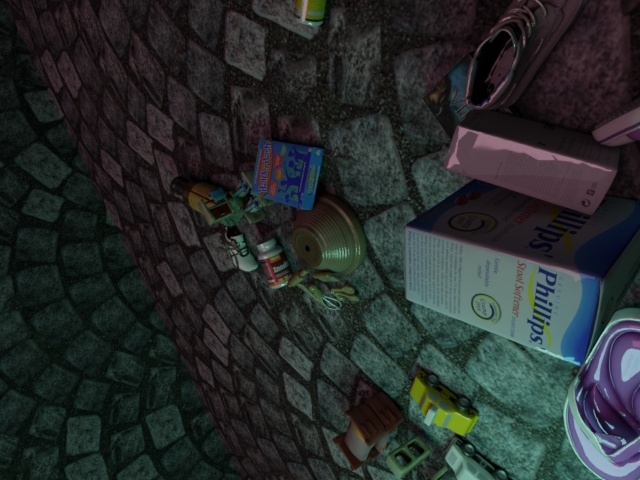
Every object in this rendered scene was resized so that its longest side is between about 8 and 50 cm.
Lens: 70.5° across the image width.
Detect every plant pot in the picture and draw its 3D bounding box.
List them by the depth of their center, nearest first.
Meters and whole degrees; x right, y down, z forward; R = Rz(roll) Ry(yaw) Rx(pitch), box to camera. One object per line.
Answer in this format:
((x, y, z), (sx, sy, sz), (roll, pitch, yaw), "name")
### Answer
((0.000, 0.000, 1.221), (0.237, 0.110, 0.237), (29, 133, 36), "plant pot")

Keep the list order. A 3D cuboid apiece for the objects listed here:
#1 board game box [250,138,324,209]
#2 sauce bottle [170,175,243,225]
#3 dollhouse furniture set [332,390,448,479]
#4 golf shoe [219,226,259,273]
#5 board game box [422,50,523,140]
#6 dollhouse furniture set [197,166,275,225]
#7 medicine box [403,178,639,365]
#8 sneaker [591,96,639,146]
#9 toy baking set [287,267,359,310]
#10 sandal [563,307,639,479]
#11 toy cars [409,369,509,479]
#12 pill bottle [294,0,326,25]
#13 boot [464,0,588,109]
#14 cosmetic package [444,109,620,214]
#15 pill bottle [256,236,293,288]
((-0.095, -0.181, 1.214), (0.210, 0.047, 0.160), (18, 102, 41), "board game box")
((-0.406, -0.151, 1.585), (0.344, 0.111, 0.111), (27, 132, 37), "sauce bottle")
((0.216, 0.654, 1.308), (0.374, 0.152, 0.201), (47, 142, 35), "dollhouse furniture set")
((-0.286, 0.030, 1.590), (0.198, 0.077, 0.094), (44, 139, 18), "golf shoe")
((0.282, -0.225, 0.823), (0.186, 0.026, 0.126), (56, 142, 5), "board game box")
((-0.244, -0.114, 1.361), (0.129, 0.184, 0.129), (56, 142, 6), "dollhouse furniture set")
((0.328, 0.022, 0.735), (0.289, 0.263, 0.149), (18, 126, 41), "medicine box")
((0.509, -0.139, 0.565), (0.282, 0.102, 0.161), (-18, 103, 52), "sneaker")
((-0.002, 0.148, 1.301), (0.197, 0.030, 0.256), (29, 152, -14), "toy baking set")
((0.529, 0.306, 0.823), (0.169, 0.102, 0.416), (17, 125, 42), "sandal")
((0.352, 0.525, 1.177), (0.176, 0.087, 0.393), (-26, 93, 53), "toy cars")
((-0.017, -0.517, 0.942), (0.065, 0.065, 0.116), (38, 137, 27), "pill bottle")
((0.300, -0.308, 0.654), (0.095, 0.123, 0.258), (35, 128, 24), "boot")
((0.331, -0.134, 0.719), (0.231, 0.117, 0.085), (23, 130, 21), "cosmetic package")
((-0.149, 0.071, 1.453), (0.086, 0.086, 0.152), (-9, 107, 51), "pill bottle")
